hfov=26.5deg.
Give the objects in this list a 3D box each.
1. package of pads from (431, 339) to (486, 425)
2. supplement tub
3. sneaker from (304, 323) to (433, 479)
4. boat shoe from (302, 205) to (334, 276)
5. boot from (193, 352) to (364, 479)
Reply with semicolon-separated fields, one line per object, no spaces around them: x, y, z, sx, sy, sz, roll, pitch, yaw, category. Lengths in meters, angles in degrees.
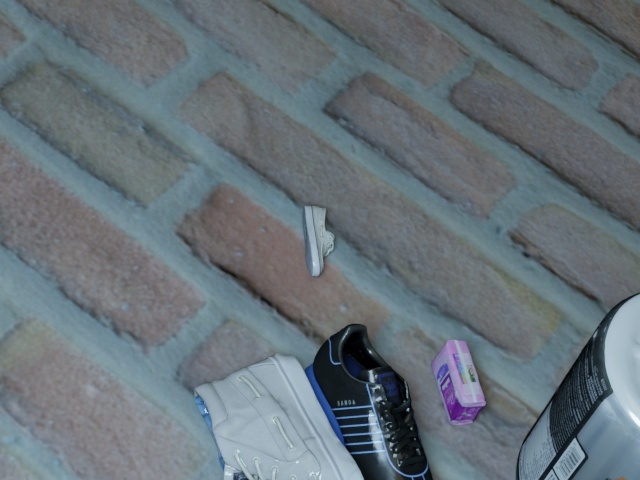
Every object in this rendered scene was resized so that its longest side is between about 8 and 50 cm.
0.151;0.156;1.493;0.032;0.050;0.083;-1;54;-21;package of pads
0.308;0.204;1.326;0.193;0.316;0.194;6;54;-8;supplement tub
0.064;0.193;1.409;0.081;0.090;0.232;-7;53;-43;sneaker
0.000;0.000;1.586;0.035;0.035;0.100;1;47;-9;boat shoe
-0.038;0.236;1.375;0.123;0.095;0.258;-18;51;-18;boot
